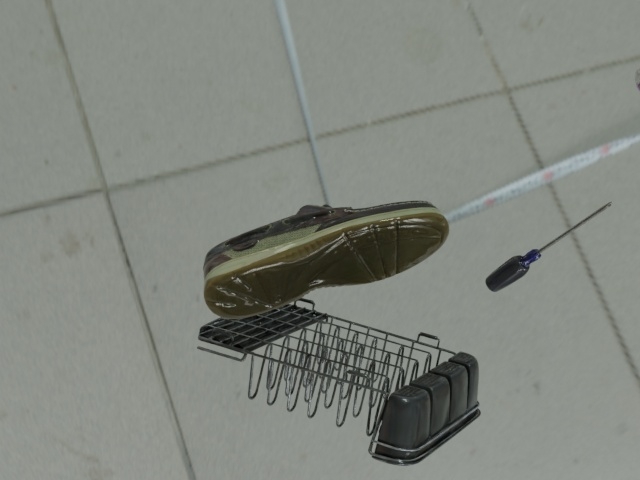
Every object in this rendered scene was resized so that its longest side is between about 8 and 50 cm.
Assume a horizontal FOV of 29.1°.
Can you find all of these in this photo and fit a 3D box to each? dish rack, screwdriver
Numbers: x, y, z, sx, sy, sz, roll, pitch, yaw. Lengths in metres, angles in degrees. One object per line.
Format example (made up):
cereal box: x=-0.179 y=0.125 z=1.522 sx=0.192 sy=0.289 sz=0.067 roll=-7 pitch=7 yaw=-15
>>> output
dish rack: x=0.016 y=0.131 z=1.258 sx=0.272 sy=0.208 sz=0.074 roll=15 pitch=103 yaw=25
screwdriver: x=0.236 y=0.005 z=1.269 sx=0.025 sy=0.170 sz=0.024 roll=1 pitch=59 yaw=-53

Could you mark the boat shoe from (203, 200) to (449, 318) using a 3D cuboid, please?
boat shoe: x=0.000 y=0.001 z=1.093 sx=0.224 sy=0.080 sz=0.073 roll=-18 pitch=47 yaw=0

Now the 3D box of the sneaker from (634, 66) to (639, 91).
sneaker: x=0.557 y=-0.233 z=1.573 sx=0.305 sy=0.114 sz=0.152 roll=-3 pitch=65 yaw=11
